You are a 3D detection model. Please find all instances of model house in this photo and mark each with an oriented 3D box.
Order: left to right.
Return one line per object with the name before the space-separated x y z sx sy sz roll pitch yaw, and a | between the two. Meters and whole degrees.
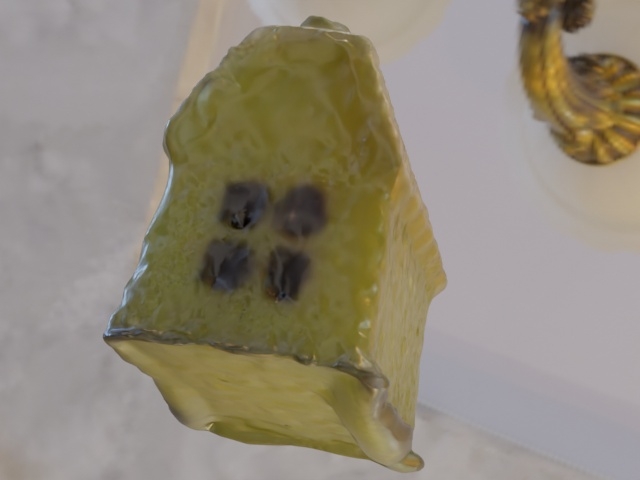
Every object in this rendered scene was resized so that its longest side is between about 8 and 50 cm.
model house | 0.000 0.000 0.899 0.174 0.193 0.234 12 -110 18
